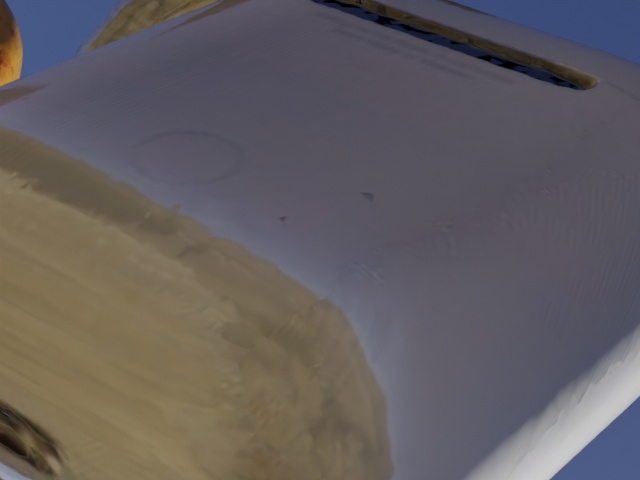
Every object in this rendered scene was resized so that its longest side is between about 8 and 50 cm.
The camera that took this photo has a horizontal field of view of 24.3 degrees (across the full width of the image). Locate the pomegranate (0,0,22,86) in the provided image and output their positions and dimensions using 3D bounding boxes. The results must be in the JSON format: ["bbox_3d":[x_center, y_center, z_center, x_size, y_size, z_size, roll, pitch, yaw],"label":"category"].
[{"bbox_3d":[-0.472,-0.209,1.682,0.264,0.264,0.264,1,-89,44],"label":"pomegranate"}]

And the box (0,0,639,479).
[{"bbox_3d":[0.000,-0.001,0.617,0.289,0.349,0.141,23,-55,31],"label":"box"}]

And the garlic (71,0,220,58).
[{"bbox_3d":[-0.050,-0.069,1.068,0.318,0.259,0.317,-6,-111,16],"label":"garlic"}]

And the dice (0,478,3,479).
[{"bbox_3d":[-0.336,0.328,1.750,0.330,0.322,0.318,5,-87,35],"label":"dice"}]
